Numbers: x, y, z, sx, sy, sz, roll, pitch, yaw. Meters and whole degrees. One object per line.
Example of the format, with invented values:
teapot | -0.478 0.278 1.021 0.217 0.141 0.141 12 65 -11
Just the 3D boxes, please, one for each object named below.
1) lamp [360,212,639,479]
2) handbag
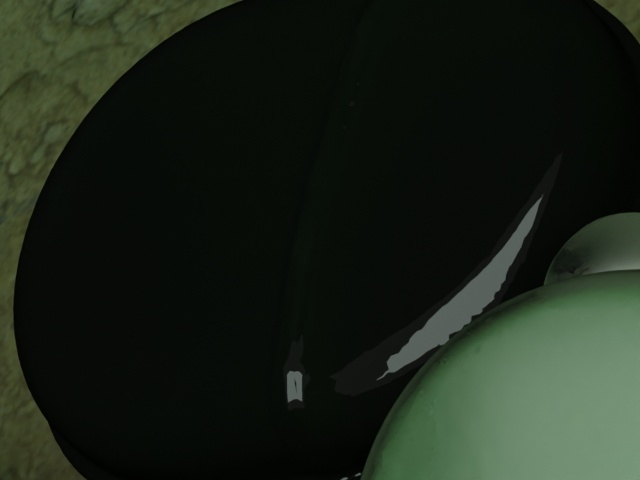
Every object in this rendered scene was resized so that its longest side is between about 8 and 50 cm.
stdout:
lamp | 0.088 0.120 0.526 0.179 0.108 0.246 30 83 34
handbag | -0.001 -0.001 0.705 0.308 0.093 0.254 -10 53 35
